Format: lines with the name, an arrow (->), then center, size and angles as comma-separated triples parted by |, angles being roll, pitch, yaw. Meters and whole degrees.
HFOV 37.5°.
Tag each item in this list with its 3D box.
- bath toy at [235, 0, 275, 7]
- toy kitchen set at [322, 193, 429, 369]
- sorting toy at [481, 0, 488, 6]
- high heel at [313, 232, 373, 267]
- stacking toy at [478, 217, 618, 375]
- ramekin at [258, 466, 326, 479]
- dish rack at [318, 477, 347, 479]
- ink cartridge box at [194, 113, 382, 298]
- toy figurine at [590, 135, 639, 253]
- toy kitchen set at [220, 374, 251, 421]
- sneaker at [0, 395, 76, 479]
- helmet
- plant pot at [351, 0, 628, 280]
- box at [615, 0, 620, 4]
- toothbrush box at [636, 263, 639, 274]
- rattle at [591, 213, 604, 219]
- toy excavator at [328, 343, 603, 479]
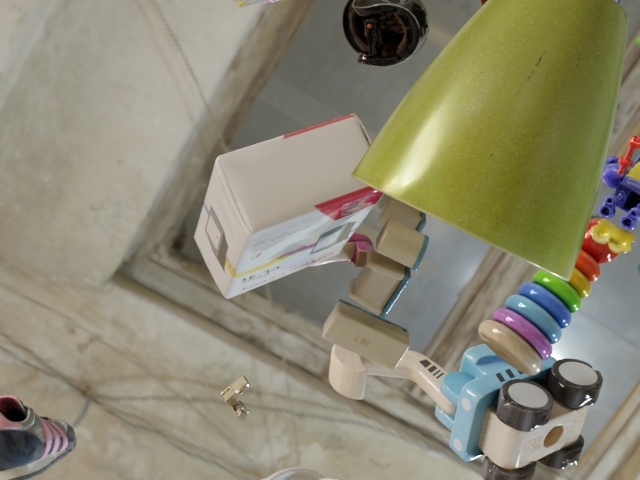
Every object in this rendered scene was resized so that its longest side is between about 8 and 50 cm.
bath toy -> -0.096, -0.486, 1.669 | 0.348, 0.151, 0.129 | -50, -56, -69
toy kitchen set -> 0.107, 0.052, 1.420 | 0.122, 0.207, 0.166 | 26, -153, -9
sorting toy -> 0.359, -0.435, 1.868 | 0.229, 0.041, 0.307 | -87, -24, -44
high heel -> 0.000, 0.000, 1.978 | 0.244, 0.082, 0.117 | 6, -160, -17
stacking toy -> 0.451, 0.091, 1.793 | 0.141, 0.330, 0.141 | 40, 171, 8
ramekin -> -0.074, 0.574, 1.773 | 0.277, 0.135, 0.277 | 19, -119, -39
dish rack -> 0.093, 0.379, 0.808 | 0.072, 0.332, 0.286 | -24, -171, -38
ink cartridge box -> -0.053, -0.045, 1.427 | 0.131, 0.226, 0.306 | 64, 161, 14
toy figurine -> 0.562, -0.086, 1.520 | 0.363, 0.191, 0.217 | 31, -144, 28
toy kitchen set -> -0.184, 0.392, 2.313 | 0.083, 0.075, 0.068 | 46, -177, -40
sneaker -> -0.486, 0.312, 1.564 | 0.319, 0.112, 0.131 | 157, 97, -87
helmet -> 0.126, -0.418, 1.828 | 0.169, 0.169, 0.161 | 29, -155, -11
plant pot -> 0.222, -0.144, 1.071 | 0.275, 0.293, 0.275 | 26, -175, -2
box -> 0.520, -0.483, 1.928 | 0.137, 0.072, 0.126 | 20, 169, -39
toothbrush box -> 0.829, 0.058, 1.889 | 0.216, 0.296, 0.126 | -8, -100, -45
rattle -> 0.593, -0.066, 2.226 | 0.199, 0.130, 0.143 | 54, -173, -9
toy excavator -> 0.296, 0.321, 2.008 | 0.433, 0.222, 0.445 | -14, -146, -31
